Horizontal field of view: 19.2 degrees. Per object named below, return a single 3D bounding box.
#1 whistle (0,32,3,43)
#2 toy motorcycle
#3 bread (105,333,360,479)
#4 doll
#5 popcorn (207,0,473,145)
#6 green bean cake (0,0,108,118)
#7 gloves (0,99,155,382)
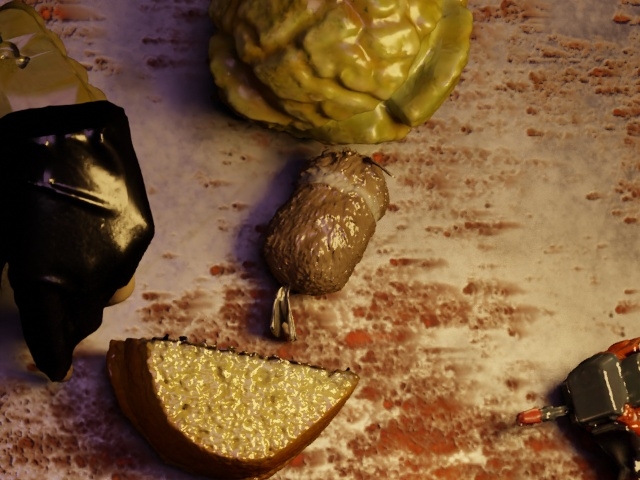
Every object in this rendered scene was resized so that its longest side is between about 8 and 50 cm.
[{"bbox_3d":[-0.457,-0.214,1.848,0.312,0.062,0.062,11,66,22],"label":"whistle"},{"bbox_3d":[0.339,0.267,2.015,0.221,0.148,0.325,-5,76,-43],"label":"toy motorcycle"},{"bbox_3d":[-0.090,0.175,1.900,0.260,0.129,0.134,9,78,-15],"label":"bread"},{"bbox_3d":[-0.006,-0.001,2.000,0.105,0.115,0.221,38,72,-15],"label":"doll"},{"bbox_3d":[0.022,-0.238,2.008,0.282,0.247,0.282,15,60,-28],"label":"popcorn"},{"bbox_3d":[-0.336,-0.103,1.906,0.236,0.124,0.233,-33,86,-25],"label":"green bean cake"},{"bbox_3d":[-0.258,0.012,1.816,0.197,0.301,0.152,-7,44,-9],"label":"gloves"}]
